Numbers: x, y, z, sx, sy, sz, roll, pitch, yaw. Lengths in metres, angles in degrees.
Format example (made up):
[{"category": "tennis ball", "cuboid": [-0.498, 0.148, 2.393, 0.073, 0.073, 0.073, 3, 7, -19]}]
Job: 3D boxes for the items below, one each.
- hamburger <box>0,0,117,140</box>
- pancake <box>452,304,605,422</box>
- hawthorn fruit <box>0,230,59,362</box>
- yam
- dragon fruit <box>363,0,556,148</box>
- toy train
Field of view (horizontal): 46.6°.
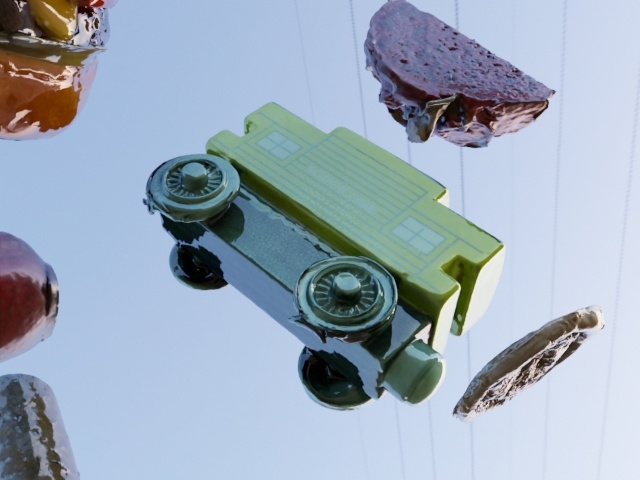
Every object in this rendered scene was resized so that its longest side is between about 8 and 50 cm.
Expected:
[{"category": "hamburger", "cuboid": [-0.306, -0.260, 0.614, 0.330, 0.330, 0.250, 24, -69, -31]}, {"category": "pancake", "cuboid": [0.157, 0.093, 0.561, 0.140, 0.022, 0.139, -28, -24, -14]}, {"category": "hawthorn fruit", "cuboid": [-0.511, 0.098, 1.078, 0.250, 0.215, 0.215, -31, -44, -48]}, {"category": "yam", "cuboid": [-0.296, 0.266, 0.782, 0.093, 0.259, 0.093, -21, -32, -14]}, {"category": "dragon fruit", "cuboid": [0.161, -0.221, 1.140, 0.205, 0.317, 0.152, -27, -32, -37]}, {"category": "toy train", "cuboid": [0.000, 0.000, 0.872, 0.272, 0.442, 0.179, -37, -32, -30]}]
